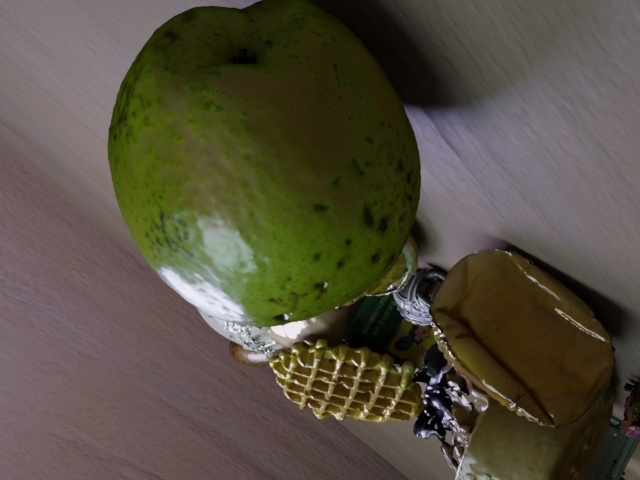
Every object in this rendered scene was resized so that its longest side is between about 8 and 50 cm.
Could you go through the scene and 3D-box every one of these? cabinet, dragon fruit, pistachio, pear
[{"bbox_3d":[0.530,0.433,1.729,0.150,0.145,0.206,29,162,19],"label":"cabinet"},{"bbox_3d":[0.538,0.270,1.350,0.147,0.102,0.096,14,163,27],"label":"dragon fruit"},{"bbox_3d":[-0.009,0.119,1.780,0.229,0.230,0.309,27,164,22],"label":"pistachio"},{"bbox_3d":[-0.071,-0.097,1.018,0.391,0.391,0.391,31,163,10],"label":"pear"}]

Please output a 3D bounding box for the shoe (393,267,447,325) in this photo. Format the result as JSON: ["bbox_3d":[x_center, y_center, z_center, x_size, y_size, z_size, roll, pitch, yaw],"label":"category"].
[{"bbox_3d":[0.194,0.100,1.535,0.180,0.089,0.092,17,157,39],"label":"shoe"}]

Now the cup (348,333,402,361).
[{"bbox_3d":[0.159,0.249,1.861,0.239,0.177,0.166,12,152,52],"label":"cup"}]

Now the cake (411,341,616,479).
[{"bbox_3d":[0.308,0.315,1.521,0.321,0.332,0.332,29,163,31],"label":"cake"}]

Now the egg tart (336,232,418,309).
[{"bbox_3d":[0.000,0.000,1.472,0.345,0.132,0.345,29,151,18],"label":"egg tart"}]

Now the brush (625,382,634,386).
[{"bbox_3d":[0.592,0.285,1.423,0.193,0.016,0.063,29,162,16],"label":"brush"}]

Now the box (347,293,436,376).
[{"bbox_3d":[0.184,0.173,1.674,0.235,0.132,0.034,29,-161,2],"label":"box"}]

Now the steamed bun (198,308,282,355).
[{"bbox_3d":[-0.169,0.127,2.034,0.312,0.233,0.334,17,154,50],"label":"steamed bun"}]

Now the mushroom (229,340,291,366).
[{"bbox_3d":[-0.084,0.252,2.253,0.283,0.195,0.263,20,-172,12],"label":"mushroom"}]

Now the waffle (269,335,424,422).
[{"bbox_3d":[0.051,0.291,1.739,0.329,0.062,0.329,9,144,7],"label":"waffle"}]

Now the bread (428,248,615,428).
[{"bbox_3d":[0.304,0.146,1.314,0.288,0.204,0.156,33,-179,15],"label":"bread"}]
